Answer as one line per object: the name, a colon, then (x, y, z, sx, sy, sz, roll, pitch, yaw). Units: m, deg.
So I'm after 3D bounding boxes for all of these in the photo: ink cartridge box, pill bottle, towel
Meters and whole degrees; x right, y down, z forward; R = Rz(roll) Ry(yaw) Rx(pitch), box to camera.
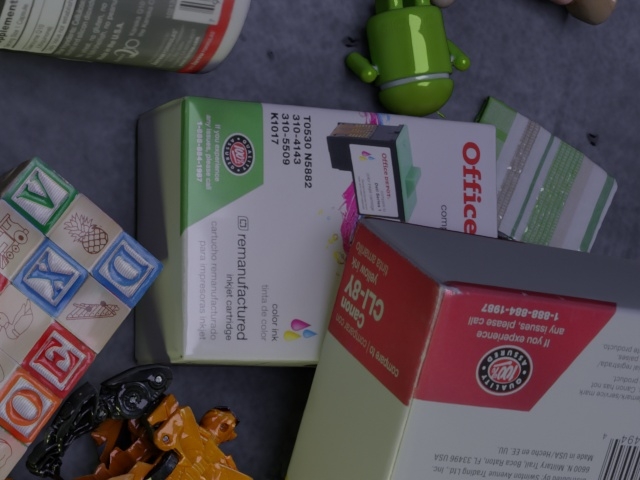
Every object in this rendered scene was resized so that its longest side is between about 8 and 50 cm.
ink cartridge box: (0.124, 0.201, 1.245, 0.279, 0.160, 0.385, 9, 105, -27)
pill bottle: (-0.204, -0.216, 1.209, 0.283, 0.161, 0.161, 4, 83, -25)
ink cartridge box: (0.000, 0.000, 1.309, 0.278, 0.117, 0.201, 3, 83, -26)
towel: (0.187, -0.045, 1.461, 0.152, 0.023, 0.113, 32, 70, -17)

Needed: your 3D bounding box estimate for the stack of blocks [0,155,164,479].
stack of blocks: (-0.274, 0.081, 1.184, 0.171, 0.087, 0.297, 42, 69, -16)

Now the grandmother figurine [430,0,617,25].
grandmother figurine: (0.112, -0.310, 1.410, 0.342, 0.104, 0.208, 17, 69, -26)

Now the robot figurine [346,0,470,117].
robot figurine: (0.076, -0.157, 1.390, 0.101, 0.067, 0.115, -10, 89, -20)

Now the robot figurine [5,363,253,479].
robot figurine: (-0.168, 0.230, 1.213, 0.291, 0.085, 0.211, -47, 114, -22)
